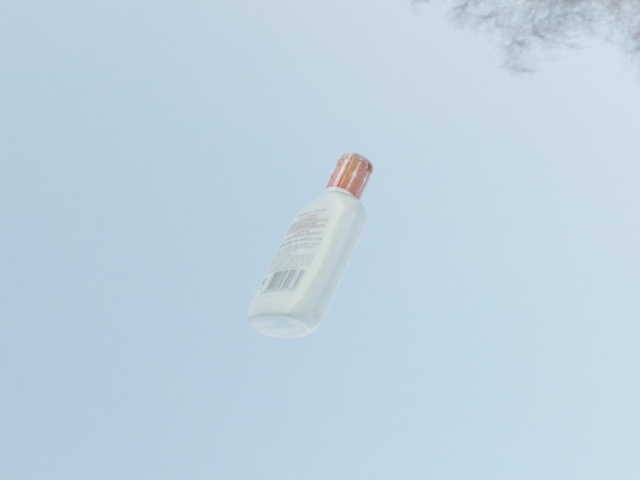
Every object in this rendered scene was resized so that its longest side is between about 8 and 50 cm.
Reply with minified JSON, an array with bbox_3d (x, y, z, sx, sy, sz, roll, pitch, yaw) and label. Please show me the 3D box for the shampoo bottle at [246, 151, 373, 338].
[{"bbox_3d":[0.000,0.000,0.829,0.051,0.108,0.221,42,-123,-27],"label":"shampoo bottle"}]
